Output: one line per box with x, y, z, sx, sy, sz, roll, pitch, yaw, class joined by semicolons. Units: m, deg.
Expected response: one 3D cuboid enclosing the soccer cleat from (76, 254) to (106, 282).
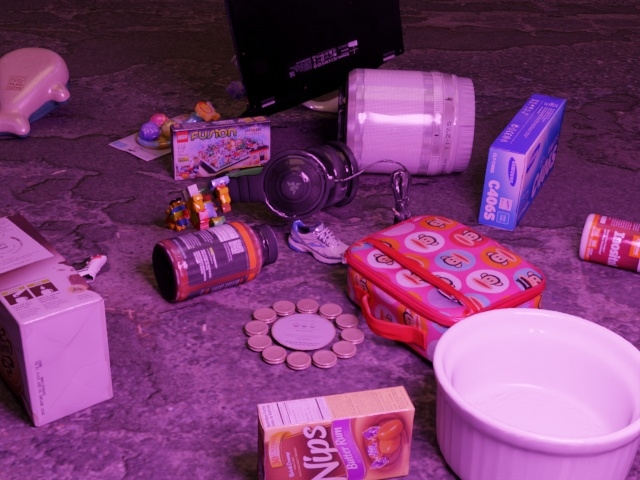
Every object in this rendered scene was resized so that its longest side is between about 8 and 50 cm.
-0.386;0.053;1.520;0.036;0.029;0.083;28;40;24;soccer cleat

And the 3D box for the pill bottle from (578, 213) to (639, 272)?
0.542;0.008;1.603;0.152;0.086;0.086;13;30;20;pill bottle

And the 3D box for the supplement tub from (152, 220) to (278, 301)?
-0.170;0.029;1.496;0.198;0.106;0.106;-15;33;-30;supplement tub

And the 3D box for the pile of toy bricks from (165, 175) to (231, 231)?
-0.202;-0.036;1.613;0.118;0.105;0.212;-19;-3;-24;pile of toy bricks

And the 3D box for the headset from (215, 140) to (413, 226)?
-0.011;-0.089;1.713;0.394;0.185;0.243;-1;11;30;headset

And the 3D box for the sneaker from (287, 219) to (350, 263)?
0.000;0.000;1.609;0.135;0.058;0.052;17;32;25;sneaker

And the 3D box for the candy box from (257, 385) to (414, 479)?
0.017;0.246;1.106;0.187;0.109;0.053;-5;29;-12;candy box

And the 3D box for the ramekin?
0.276;0.215;1.153;0.277;0.135;0.277;2;28;-1;ramekin

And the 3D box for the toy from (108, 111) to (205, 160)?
-0.349;-0.257;2.060;0.137;0.056;0.237;22;34;35;toy

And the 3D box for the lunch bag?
0.176;0.080;1.426;0.258;0.120;0.293;-21;34;-29;lunch bag

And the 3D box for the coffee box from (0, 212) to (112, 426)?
-0.415;0.101;1.280;0.119;0.168;0.297;-18;35;-33;coffee box

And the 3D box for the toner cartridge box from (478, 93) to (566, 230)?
0.414;-0.167;1.835;0.075;0.165;0.348;14;31;21;toner cartridge box

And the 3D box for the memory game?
-0.025;0.143;1.393;0.186;0.012;0.186;2;29;-1;memory game

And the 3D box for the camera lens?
0.173;-0.248;1.909;0.274;0.219;0.219;2;29;0;camera lens

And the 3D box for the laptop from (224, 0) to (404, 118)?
-0.042;-0.432;1.968;0.382;0.408;0.236;-24;38;-19;laptop

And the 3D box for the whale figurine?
-0.689;-0.328;2.123;0.216;0.141;0.272;4;53;4;whale figurine

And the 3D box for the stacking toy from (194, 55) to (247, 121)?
-0.170;-0.352;2.093;0.052;0.167;0.221;53;32;15;stacking toy

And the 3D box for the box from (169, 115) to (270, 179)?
-0.209;-0.195;1.894;0.207;0.114;0.036;-9;31;-18;box

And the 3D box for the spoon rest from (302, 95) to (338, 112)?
0.056;-0.356;2.268;0.276;0.084;0.137;14;29;-6;spoon rest
